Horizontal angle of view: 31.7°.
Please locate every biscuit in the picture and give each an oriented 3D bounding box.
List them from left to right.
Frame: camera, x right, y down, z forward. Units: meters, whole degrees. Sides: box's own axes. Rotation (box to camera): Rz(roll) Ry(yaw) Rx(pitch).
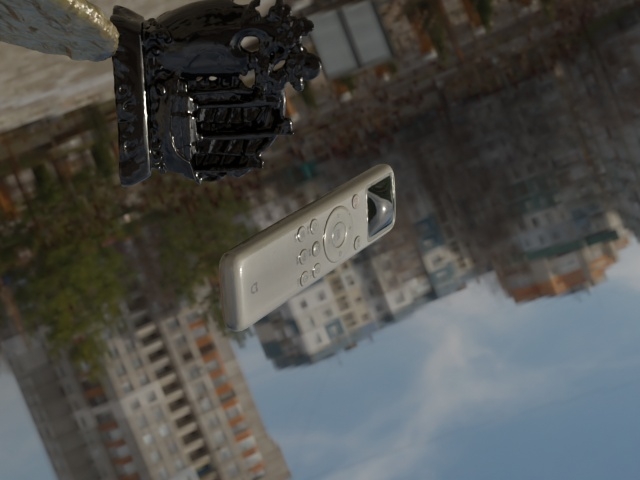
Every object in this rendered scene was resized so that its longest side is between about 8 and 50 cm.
[{"bbox_3d":[-0.252,-0.203,1.041,0.133,0.032,0.250,20,171,-20],"label":"biscuit"}]

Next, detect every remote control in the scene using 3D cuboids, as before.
[{"bbox_3d":[0.000,0.000,0.954,0.029,0.067,0.261,10,-155,30],"label":"remote control"}]

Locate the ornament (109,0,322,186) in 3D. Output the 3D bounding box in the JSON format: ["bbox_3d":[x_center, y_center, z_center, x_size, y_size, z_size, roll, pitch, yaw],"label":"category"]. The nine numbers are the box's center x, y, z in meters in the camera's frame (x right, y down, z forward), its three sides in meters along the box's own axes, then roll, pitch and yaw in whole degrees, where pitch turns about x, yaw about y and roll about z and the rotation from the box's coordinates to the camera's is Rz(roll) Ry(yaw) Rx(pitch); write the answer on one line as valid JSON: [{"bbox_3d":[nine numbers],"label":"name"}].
[{"bbox_3d":[-0.129,-0.183,1.398,0.260,0.251,0.106,1,-157,-1],"label":"ornament"}]
